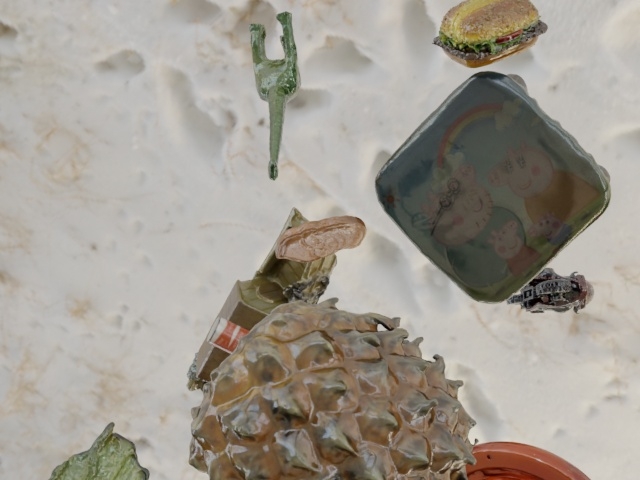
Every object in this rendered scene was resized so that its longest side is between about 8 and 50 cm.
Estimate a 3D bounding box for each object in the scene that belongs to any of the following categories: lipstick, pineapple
[{"bbox_3d":[-0.084,0.145,1.183,0.130,0.038,0.038,27,136,-11],"label":"lipstick"},{"bbox_3d":[0.021,0.129,0.563,0.193,0.166,0.166,38,136,10],"label":"pineapple"}]

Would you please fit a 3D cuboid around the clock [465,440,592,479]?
[{"bbox_3d":[0.191,0.290,0.862,0.205,0.051,0.205,11,112,28],"label":"clock"}]

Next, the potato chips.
[{"bbox_3d":[-0.192,0.231,0.668,0.028,0.207,0.092,-24,111,37],"label":"potato chips"}]

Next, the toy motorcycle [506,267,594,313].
[{"bbox_3d":[0.447,0.101,1.739,0.122,0.082,0.213,6,168,-10],"label":"toy motorcycle"}]

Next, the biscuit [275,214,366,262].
[{"bbox_3d":[0.000,0.000,1.240,0.130,0.019,0.102,-14,153,0],"label":"biscuit"}]

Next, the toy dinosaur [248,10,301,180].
[{"bbox_3d":[-0.066,-0.228,1.555,0.087,0.447,0.301,-8,86,3],"label":"toy dinosaur"}]

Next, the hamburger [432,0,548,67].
[{"bbox_3d":[0.269,-0.336,1.405,0.137,0.166,0.087,45,153,51],"label":"hamburger"}]

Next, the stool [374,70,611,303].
[{"bbox_3d":[0.297,-0.101,1.525,0.310,0.226,0.310,47,112,2],"label":"stool"}]

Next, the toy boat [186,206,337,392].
[{"bbox_3d":[-0.112,0.132,1.513,0.136,0.162,0.445,48,122,27],"label":"toy boat"}]
